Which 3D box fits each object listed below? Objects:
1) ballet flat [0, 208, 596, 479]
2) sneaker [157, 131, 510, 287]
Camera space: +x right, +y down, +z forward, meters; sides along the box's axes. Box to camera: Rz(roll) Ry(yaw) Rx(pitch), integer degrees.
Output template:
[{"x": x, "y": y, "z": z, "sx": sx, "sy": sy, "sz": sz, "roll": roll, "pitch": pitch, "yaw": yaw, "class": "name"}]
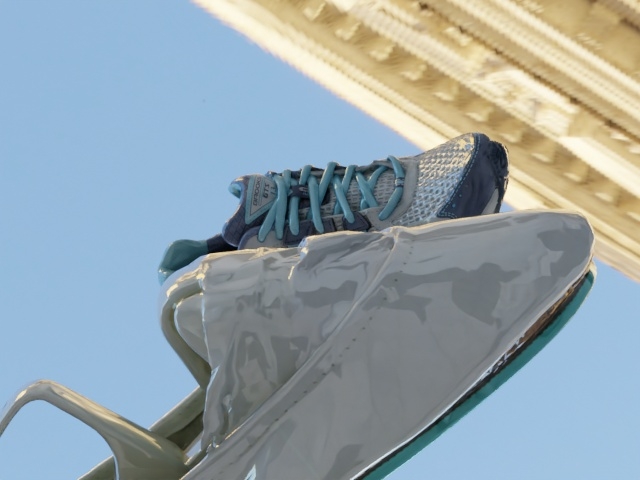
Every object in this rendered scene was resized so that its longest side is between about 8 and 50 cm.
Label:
[{"x": -0.060, "y": 0.090, "z": 0.698, "sx": 0.400, "sy": 0.139, "sz": 0.139, "roll": -41, "pitch": -84, "yaw": 1, "class": "ballet flat"}, {"x": 0.000, "y": 0.000, "z": 1.081, "sx": 0.283, "sy": 0.110, "sz": 0.122, "roll": -32, "pitch": -61, "yaw": 33, "class": "sneaker"}]
